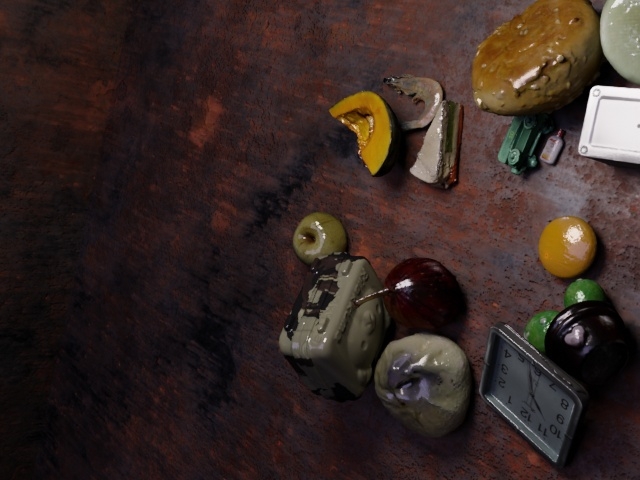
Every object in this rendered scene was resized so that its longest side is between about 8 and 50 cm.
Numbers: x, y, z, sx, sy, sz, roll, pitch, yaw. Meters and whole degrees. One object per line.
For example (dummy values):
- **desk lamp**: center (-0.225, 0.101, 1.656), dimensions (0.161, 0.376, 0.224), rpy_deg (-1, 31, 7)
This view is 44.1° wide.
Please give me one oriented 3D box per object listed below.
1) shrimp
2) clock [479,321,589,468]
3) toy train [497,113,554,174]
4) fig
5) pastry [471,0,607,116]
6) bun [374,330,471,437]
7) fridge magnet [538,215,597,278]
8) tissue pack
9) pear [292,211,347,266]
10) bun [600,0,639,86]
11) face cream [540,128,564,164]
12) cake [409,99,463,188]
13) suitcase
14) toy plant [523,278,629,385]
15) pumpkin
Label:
- **shrimp**: center (0.241, -0.378, 2.151), dimensions (0.219, 0.046, 0.152), rpy_deg (30, 105, 42)
- **clock**: center (0.477, 0.344, 1.781), dimensions (0.273, 0.049, 0.279), rpy_deg (44, 149, 38)
- **toy train**: center (0.483, -0.243, 1.879), dimensions (0.099, 0.070, 0.172), rpy_deg (46, 119, 57)
- **fig**: center (0.231, 0.125, 1.979), dimensions (0.203, 0.249, 0.186), rpy_deg (20, 88, 41)
- **pastry**: center (0.497, -0.395, 1.779), dimensions (0.315, 0.184, 0.284), rpy_deg (-35, 36, 26)
- **bun**: center (0.251, 0.362, 2.002), dimensions (0.273, 0.168, 0.273), rpy_deg (1, 91, 38)
- **fridge magnet**: center (0.560, 0.015, 1.788), dimensions (0.143, 0.063, 0.143), rpy_deg (-7, 80, 45)
- **tissue pack**: center (0.683, -0.226, 1.631), dimensions (0.246, 0.136, 0.159), rpy_deg (18, 99, 45)
- **pear**: center (0.000, 0.000, 2.302), dimensions (0.167, 0.136, 0.167), rpy_deg (-5, 83, 41)
- **bun**: center (0.719, -0.442, 1.597), dimensions (0.283, 0.179, 0.283), rpy_deg (15, 116, 34)
- **face cream**: center (0.546, -0.220, 1.849), dimensions (0.040, 0.021, 0.083), rpy_deg (37, 112, 42)
- **cake**: center (0.322, -0.235, 2.028), dimensions (0.117, 0.086, 0.220), rpy_deg (46, 118, 38)
- **suitcase**: center (0.070, 0.241, 2.077), dimensions (0.194, 0.339, 0.351), rpy_deg (-1, 47, 32)
- **toy plant**: center (0.556, 0.202, 1.719), dimensions (0.218, 0.175, 0.235), rpy_deg (-54, 25, 19)
- **pumpkin**: center (0.162, -0.316, 2.145), dimensions (0.169, 0.148, 0.312), rpy_deg (-58, 46, 30)
